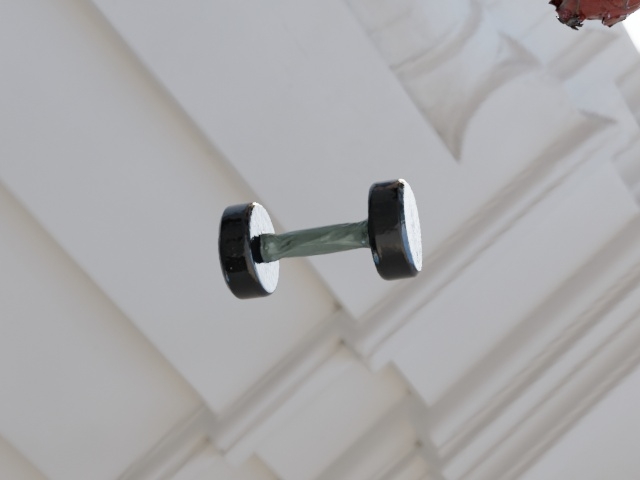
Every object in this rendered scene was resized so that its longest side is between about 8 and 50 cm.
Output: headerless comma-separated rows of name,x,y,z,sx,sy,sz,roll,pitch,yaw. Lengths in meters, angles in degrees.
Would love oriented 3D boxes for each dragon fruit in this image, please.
dragon fruit,0.388,-0.384,1.536,0.209,0.172,0.172,-41,-157,35

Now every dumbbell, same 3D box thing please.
dumbbell,0.000,0.000,1.144,0.191,0.100,0.100,-8,-144,13
